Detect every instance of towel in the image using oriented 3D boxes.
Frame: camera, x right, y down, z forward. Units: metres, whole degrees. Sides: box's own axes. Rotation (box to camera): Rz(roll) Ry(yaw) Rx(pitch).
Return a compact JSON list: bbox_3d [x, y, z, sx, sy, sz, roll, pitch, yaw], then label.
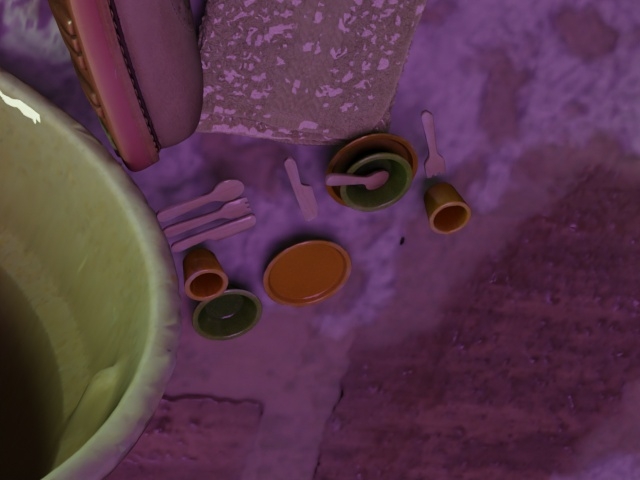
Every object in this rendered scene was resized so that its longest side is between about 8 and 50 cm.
[{"bbox_3d":[-0.003,-0.113,0.677,0.110,0.027,0.148,6,117,-18],"label":"towel"}]

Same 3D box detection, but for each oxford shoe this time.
[{"bbox_3d":[-0.062,-0.193,0.567,0.130,0.123,0.348,-12,121,-15],"label":"oxford shoe"}]

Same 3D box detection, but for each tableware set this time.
[{"bbox_3d":[0.000,0.000,0.723,0.154,0.024,0.104,-20,136,-2],"label":"tableware set"}]

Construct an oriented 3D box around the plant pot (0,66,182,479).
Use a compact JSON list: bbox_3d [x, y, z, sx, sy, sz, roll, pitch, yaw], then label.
[{"bbox_3d":[-0.257,0.106,0.579,0.334,0.334,0.305,9,125,-20],"label":"plant pot"}]
